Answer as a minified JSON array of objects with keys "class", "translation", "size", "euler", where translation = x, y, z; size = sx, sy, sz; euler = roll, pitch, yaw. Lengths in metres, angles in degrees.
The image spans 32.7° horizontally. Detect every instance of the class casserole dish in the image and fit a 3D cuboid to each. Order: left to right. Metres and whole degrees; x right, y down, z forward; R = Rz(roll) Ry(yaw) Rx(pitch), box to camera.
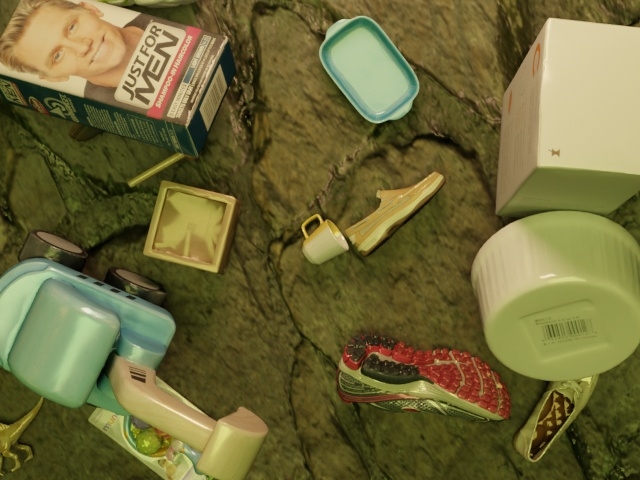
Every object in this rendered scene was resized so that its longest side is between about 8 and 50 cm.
[{"class":"casserole dish","translation":[0.080,-0.282,1.808],"size":[0.114,0.037,0.188],"euler":[-38,95,4]}]

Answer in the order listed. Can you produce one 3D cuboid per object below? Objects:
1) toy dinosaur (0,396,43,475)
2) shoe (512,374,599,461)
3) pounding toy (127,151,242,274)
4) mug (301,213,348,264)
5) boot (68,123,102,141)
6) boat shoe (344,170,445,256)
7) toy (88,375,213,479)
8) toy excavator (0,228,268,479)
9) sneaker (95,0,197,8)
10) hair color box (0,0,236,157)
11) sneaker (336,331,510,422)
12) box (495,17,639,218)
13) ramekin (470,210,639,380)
[{"class":"toy dinosaur","translation":[-0.538,0.347,1.876],"size":[0.183,0.053,0.093],"euler":[-32,93,4]},{"class":"shoe","translation":[0.407,0.283,1.848],"size":[0.076,0.058,0.219],"euler":[33,96,-2]},{"class":"pounding toy","translation":[-0.226,-0.064,1.813],"size":[0.181,0.094,0.206],"euler":[14,87,5]},{"class":"mug","translation":[0.002,0.003,1.836],"size":[0.064,0.078,0.062],"euler":[-36,127,13]},{"class":"boot","translation":[-0.302,-0.195,1.801],"size":[0.219,0.082,0.106],"euler":[-30,92,2]},{"class":"boat shoe","translation":[0.120,-0.058,1.818],"size":[0.190,0.068,0.072],"euler":[-41,82,5]},{"class":"toy","translation":[-0.269,0.331,1.868],"size":[0.237,0.056,0.137],"euler":[37,94,-3]},{"class":"toy excavator","translation":[-0.313,0.195,1.665],"size":[0.433,0.445,0.222],"euler":[25,96,-14]},{"class":"sneaker","translation":[-0.305,-0.441,1.771],"size":[0.240,0.091,0.126],"euler":[-3,95,2]},{"class":"hair color box","translation":[-0.327,-0.269,1.718],"size":[0.347,0.105,0.174],"euler":[16,69,12]},{"class":"sneaker","translation":[0.174,0.244,1.833],"size":[0.299,0.121,0.112],"euler":[17,125,-2]},{"class":"box","translation":[0.378,-0.164,1.638],"size":[0.168,0.345,0.215],"euler":[5,80,1]},{"class":"ramekin","translation":[0.379,0.098,1.723],"size":[0.277,0.135,0.277],"euler":[3,134,3]}]
